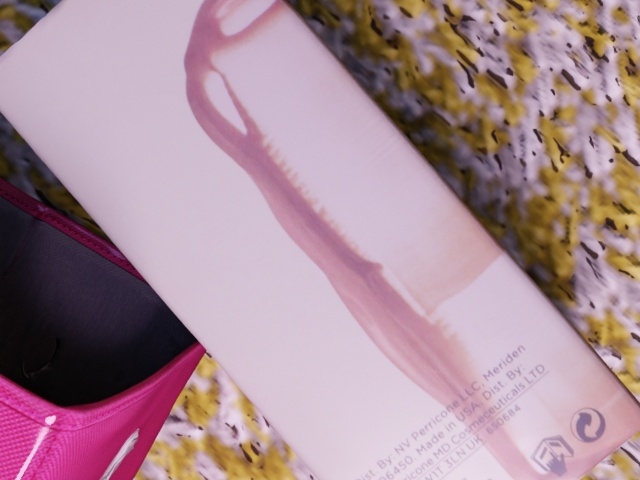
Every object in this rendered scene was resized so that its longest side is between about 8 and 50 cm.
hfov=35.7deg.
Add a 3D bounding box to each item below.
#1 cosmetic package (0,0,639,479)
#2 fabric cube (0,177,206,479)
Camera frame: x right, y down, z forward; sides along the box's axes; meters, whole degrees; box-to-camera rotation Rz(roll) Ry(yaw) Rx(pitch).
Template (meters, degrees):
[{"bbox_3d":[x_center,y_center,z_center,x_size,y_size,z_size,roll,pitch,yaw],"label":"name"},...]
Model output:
[{"bbox_3d":[0.000,0.000,0.481,0.129,0.153,0.296,-42,90,6],"label":"cosmetic package"},{"bbox_3d":[-0.234,0.096,0.460,0.259,0.254,0.258,31,95,4],"label":"fabric cube"}]
